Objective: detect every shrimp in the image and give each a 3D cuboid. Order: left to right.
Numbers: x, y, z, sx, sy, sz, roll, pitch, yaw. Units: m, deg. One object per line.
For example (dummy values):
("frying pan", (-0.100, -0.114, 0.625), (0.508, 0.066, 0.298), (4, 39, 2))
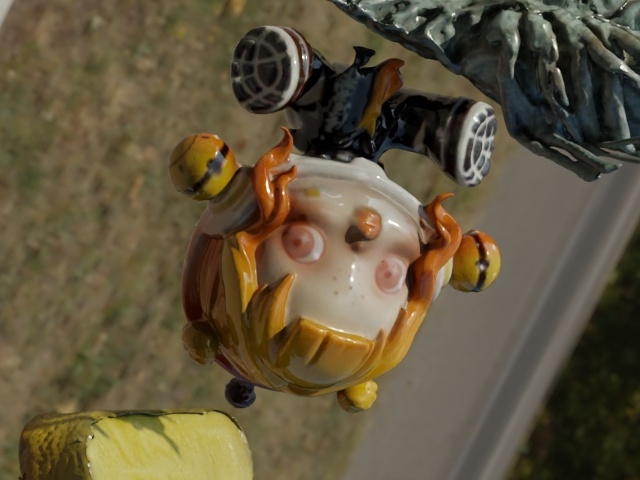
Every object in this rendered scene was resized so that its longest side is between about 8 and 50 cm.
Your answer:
("shrimp", (0.147, -0.145, 1.222), (0.166, 0.411, 0.221), (114, -8, -62))

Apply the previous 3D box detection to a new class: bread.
("bread", (-0.149, 0.181, 1.480), (0.245, 0.094, 0.102), (5, 74, -61))

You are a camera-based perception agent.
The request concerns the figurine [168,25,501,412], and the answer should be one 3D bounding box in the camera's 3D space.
("figurine", (-0.001, -0.002, 1.622), (0.196, 0.320, 0.323), (1, -109, 68))
